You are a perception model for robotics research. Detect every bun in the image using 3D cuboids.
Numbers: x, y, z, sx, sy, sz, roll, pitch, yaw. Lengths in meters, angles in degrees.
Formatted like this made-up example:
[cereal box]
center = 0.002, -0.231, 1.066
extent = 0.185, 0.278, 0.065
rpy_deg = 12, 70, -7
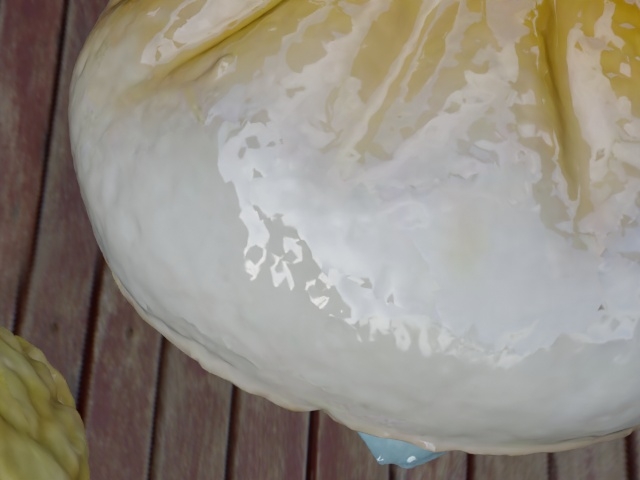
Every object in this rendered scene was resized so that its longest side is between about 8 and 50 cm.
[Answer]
[bun]
center = 0.051, -0.067, 0.560
extent = 0.299, 0.164, 0.299
rpy_deg = 8, 32, -5

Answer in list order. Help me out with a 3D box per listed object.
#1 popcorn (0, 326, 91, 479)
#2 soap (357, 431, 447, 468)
[popcorn]
center = -0.322, 0.219, 1.017
extent = 0.344, 0.390, 0.354
rpy_deg = -21, 93, 5
[soap]
center = 0.125, 0.024, 0.921
extent = 0.208, 0.347, 0.115
rpy_deg = -31, 88, 29
